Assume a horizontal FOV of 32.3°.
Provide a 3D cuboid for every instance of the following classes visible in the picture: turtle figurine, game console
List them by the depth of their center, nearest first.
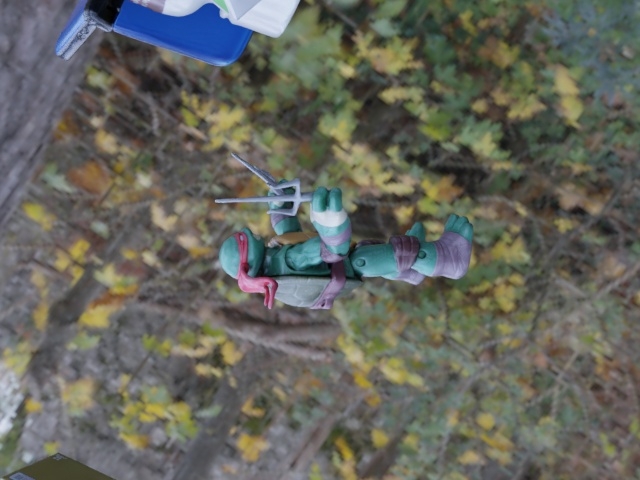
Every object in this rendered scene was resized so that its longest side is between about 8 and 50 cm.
[{"bbox_3d":[0.000,0.000,0.928,0.234,0.118,0.175,6,-171,-25],"label":"turtle figurine"},{"bbox_3d":[-0.166,-0.334,1.358,0.173,0.293,0.250,32,158,-19],"label":"game console"}]

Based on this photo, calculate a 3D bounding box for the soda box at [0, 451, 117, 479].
[{"bbox_3d":[-0.129,0.206,0.727,0.181,0.061,0.058,18,-164,27],"label":"soda box"}]

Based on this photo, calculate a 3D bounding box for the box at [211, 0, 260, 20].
[{"bbox_3d":[-0.037,-0.320,0.762,0.127,0.231,0.262,46,173,16],"label":"box"}]

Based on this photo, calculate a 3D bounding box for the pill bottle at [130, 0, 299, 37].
[{"bbox_3d":[-0.193,-0.358,1.094,0.392,0.224,0.224,19,-178,-11],"label":"pill bottle"}]
